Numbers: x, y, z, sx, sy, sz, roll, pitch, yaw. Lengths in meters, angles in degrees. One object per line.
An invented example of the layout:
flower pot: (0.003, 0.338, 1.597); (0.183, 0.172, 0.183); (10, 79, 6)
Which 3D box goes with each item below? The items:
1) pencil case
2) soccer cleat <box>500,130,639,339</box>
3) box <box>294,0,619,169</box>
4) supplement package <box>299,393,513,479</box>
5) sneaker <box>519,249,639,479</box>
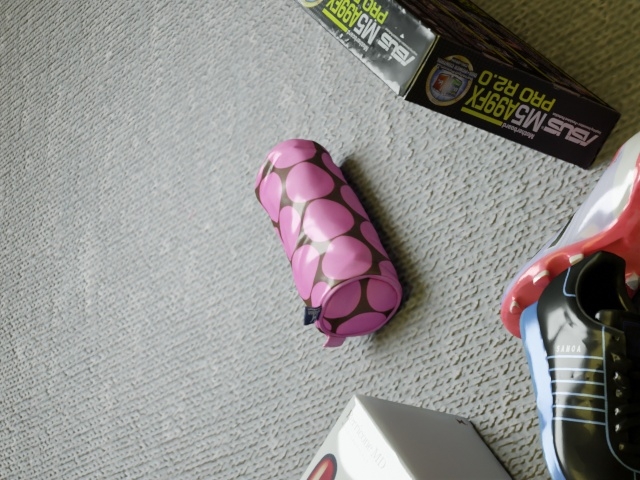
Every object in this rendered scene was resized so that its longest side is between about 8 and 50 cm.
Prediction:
pencil case: (0.000, 0.000, 1.466); (0.209, 0.095, 0.098); (-113, 36, -42)
soccer cleat: (0.232, -0.013, 1.195); (0.248, 0.083, 0.095); (-52, 13, 34)
box: (0.096, -0.172, 1.296); (0.060, 0.216, 0.270); (-60, 40, 16)
supplement package: (0.045, 0.271, 1.269); (0.244, 0.134, 0.139); (-60, 39, 19)
sneaker: (0.209, 0.113, 1.091); (0.090, 0.081, 0.232); (-52, 39, 39)
